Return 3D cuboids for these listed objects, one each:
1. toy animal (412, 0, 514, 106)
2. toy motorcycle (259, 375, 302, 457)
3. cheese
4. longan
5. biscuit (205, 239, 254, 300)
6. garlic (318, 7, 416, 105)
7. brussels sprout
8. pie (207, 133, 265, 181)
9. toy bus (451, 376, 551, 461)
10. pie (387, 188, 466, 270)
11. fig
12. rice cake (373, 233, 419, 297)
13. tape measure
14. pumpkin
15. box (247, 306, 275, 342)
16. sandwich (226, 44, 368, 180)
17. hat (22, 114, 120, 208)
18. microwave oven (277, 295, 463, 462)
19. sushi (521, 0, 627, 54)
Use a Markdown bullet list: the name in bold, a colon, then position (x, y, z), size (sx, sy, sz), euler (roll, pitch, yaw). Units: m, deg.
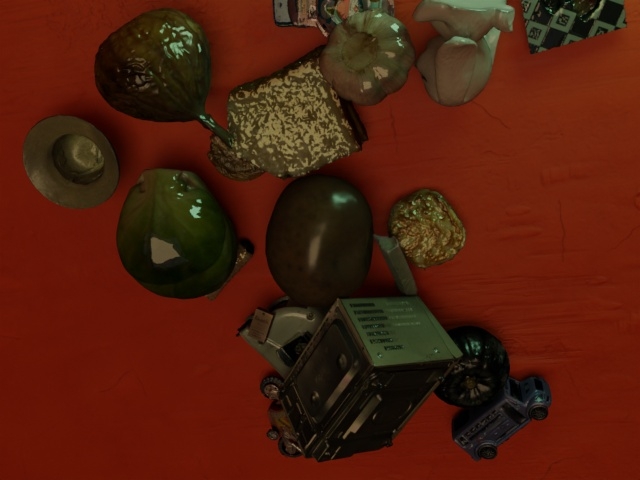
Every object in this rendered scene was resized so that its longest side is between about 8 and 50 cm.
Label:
- **toy animal**: position (0.312, -0.423, 1.664), size (0.206, 0.271, 0.264), euler (23, 129, 19)
- **toy motorcycle**: position (-0.078, 0.527, 2.212), size (0.171, 0.089, 0.298), euler (-10, 112, 11)
- **cheese**: position (0.029, -0.546, 1.730), size (0.286, 0.074, 0.188), euler (3, 112, 8)
- **longan**: position (0.000, 0.000, 1.873), size (0.289, 0.288, 0.350), euler (11, 114, 3)
- **biscuit**: position (-0.260, 0.086, 2.062), size (0.061, 0.055, 0.219), euler (36, 114, -20)
- **garlic**: position (0.117, -0.406, 1.697), size (0.219, 0.212, 0.218), euler (-1, 85, 15)
- **brussels sprout**: position (-0.374, -0.019, 1.914), size (0.290, 0.281, 0.354), euler (-3, 103, 9)
- **pie**: position (-0.231, -0.207, 1.940), size (0.170, 0.034, 0.092), euler (39, 111, -16)
- **toy bus**: position (0.506, 0.482, 2.090), size (0.133, 0.125, 0.292), euler (39, 114, -10)
- **pie**: position (0.269, -0.027, 1.917), size (0.179, 0.084, 0.205), euler (-38, 99, 7)
- **fig**: position (-0.339, -0.348, 1.732), size (0.286, 0.286, 0.368), euler (-42, 87, 22)
- **rice cake**: position (0.203, 0.075, 1.926), size (0.051, 0.081, 0.290), euler (-41, 140, -11)
- **tape measure**: position (-0.072, 0.274, 2.080), size (0.246, 0.125, 0.243), euler (-38, 104, 22)
- **pumpkin**: position (0.395, 0.344, 2.022), size (0.233, 0.163, 0.233), euler (1, 117, 1)
- **box**: position (-0.160, 0.228, 2.014), size (0.053, 0.024, 0.083), euler (22, 99, 14)
- **sandwich**: position (-0.077, -0.293, 1.828), size (0.326, 0.131, 0.262), euler (-22, 110, 14)
- **hat**: position (-0.623, -0.218, 1.936), size (0.257, 0.130, 0.257), euler (3, 114, 8)
- **microwave oven**: position (0.127, 0.365, 1.940), size (0.333, 0.247, 0.394), euler (1, 134, -36)
- **sushi**: position (0.554, -0.562, 1.664), size (0.220, 0.047, 0.231), euler (-14, 115, 9)
